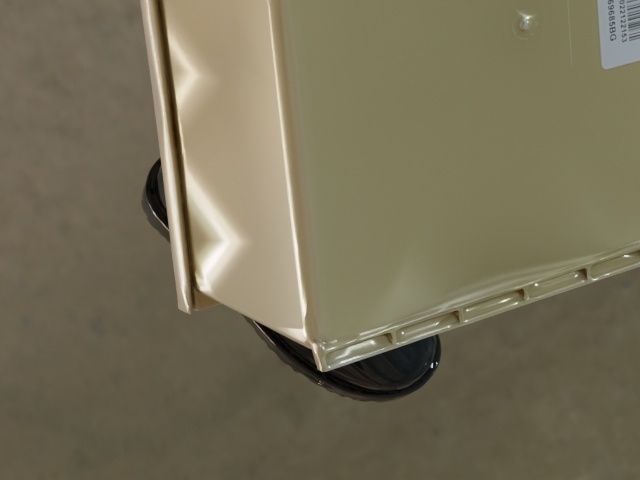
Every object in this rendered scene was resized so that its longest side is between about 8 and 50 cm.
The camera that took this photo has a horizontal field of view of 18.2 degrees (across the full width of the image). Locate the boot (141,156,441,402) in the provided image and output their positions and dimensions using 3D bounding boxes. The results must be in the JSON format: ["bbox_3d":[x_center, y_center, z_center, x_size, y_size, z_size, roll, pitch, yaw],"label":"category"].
[{"bbox_3d":[0.000,0.000,1.279,0.246,0.207,0.094,40,69,-3],"label":"boot"}]

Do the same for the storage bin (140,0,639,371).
[{"bbox_3d":[0.060,-0.109,0.916,0.260,0.123,0.262,-17,112,-28],"label":"storage bin"}]
